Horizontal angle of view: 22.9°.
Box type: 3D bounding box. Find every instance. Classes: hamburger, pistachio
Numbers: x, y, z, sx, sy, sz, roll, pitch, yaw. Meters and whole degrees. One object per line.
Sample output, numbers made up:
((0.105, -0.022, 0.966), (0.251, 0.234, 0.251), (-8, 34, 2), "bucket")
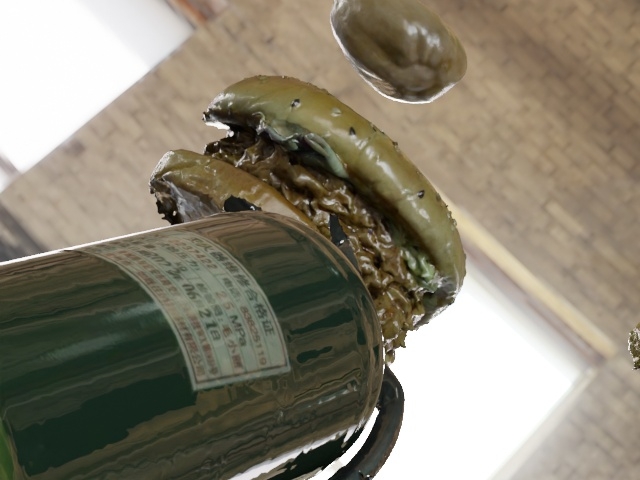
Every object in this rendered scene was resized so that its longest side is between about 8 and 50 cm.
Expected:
((0.000, 0.000, 1.560), (0.277, 0.195, 0.318), (15, -35, 56), "hamburger")
((0.080, -0.223, 1.726), (0.185, 0.126, 0.108), (41, -38, 29), "pistachio")

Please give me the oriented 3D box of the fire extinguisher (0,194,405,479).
((-0.051, 0.044, 0.452), (0.093, 0.294, 0.118), (-45, -106, 29), "fire extinguisher")

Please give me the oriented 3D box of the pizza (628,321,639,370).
((0.330, 0.077, 1.495), (0.099, 0.160, 0.036), (-35, -87, 24), "pizza")
